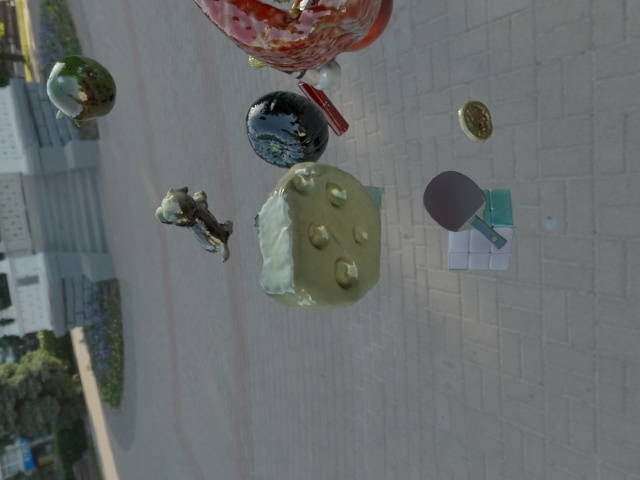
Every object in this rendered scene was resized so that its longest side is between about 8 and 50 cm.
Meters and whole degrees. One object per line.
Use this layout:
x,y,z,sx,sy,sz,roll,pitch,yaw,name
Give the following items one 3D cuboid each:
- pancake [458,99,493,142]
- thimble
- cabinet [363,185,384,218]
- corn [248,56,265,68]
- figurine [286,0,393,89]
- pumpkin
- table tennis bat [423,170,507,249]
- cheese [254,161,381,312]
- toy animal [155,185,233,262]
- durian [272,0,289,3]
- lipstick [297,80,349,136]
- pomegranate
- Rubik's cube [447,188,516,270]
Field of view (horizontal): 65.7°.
0.507,-0.388,1.606,0.025,0.151,0.152,-21,80,57,pancake
-0.054,-0.471,0.817,0.230,0.350,0.350,-54,-40,-79,thimble
0.089,-0.105,1.560,0.145,0.206,0.150,-27,-56,-78,cabinet
-0.162,-0.584,1.546,0.206,0.067,0.067,2,100,57,corn
0.046,-0.523,1.179,0.196,0.320,0.323,47,131,4,figurine
-0.114,-0.414,1.840,0.315,0.238,0.315,18,141,15,pumpkin
0.409,-0.079,1.393,0.274,0.021,0.154,46,114,16,table tennis bat
0.000,0.000,1.039,0.115,0.326,0.318,-12,116,43,cheese
-0.337,-0.051,1.347,0.233,0.121,0.169,47,-175,-24,toy animal
-0.178,-1.092,2.102,0.195,0.305,0.186,11,117,49,durian
0.016,-0.548,2.026,0.280,0.073,0.073,46,164,-31,lipstick
-0.679,-0.408,1.396,0.224,0.181,0.181,-34,69,45,pomegranate
0.586,-0.039,1.825,0.231,0.224,0.221,-72,-23,-46,Rubik's cube
